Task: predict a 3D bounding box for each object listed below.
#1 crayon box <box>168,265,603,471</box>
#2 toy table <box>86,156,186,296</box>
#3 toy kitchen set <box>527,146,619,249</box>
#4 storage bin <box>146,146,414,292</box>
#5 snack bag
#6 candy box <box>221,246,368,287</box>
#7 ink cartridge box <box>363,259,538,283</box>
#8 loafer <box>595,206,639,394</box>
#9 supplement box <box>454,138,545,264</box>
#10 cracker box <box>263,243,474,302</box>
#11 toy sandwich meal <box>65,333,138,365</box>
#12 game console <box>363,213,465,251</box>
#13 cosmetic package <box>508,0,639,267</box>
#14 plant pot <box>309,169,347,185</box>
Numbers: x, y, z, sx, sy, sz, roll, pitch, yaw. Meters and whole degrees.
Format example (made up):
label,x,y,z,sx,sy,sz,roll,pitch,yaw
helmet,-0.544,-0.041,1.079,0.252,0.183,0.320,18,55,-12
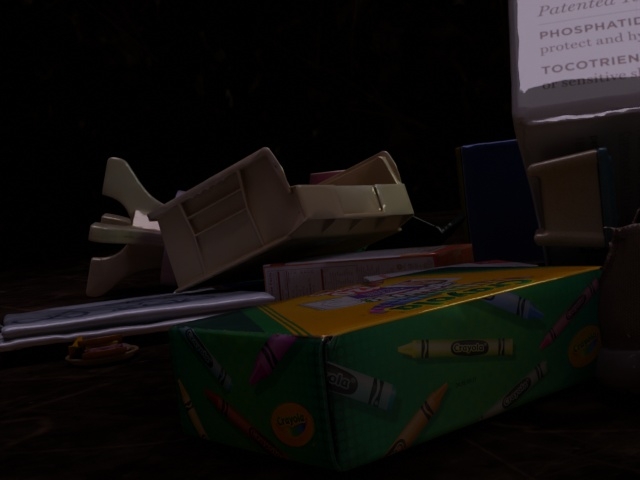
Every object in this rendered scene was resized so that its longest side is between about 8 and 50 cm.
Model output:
label,x,y,z,sx,sy,sz,roll,pitch,yaw
crayon box,0.057,0.076,0.676,0.278,0.081,0.165,-9,4,-40
toy table,-0.324,-0.012,1.732,0.160,0.252,0.274,10,-7,-7
toy kitchen set,0.257,-0.001,0.854,0.122,0.166,0.207,-6,4,15
storage bin,-0.049,-0.032,1.343,0.260,0.123,0.262,-25,-13,37
snack bag,-0.256,0.099,1.242,0.323,0.037,0.342,-7,1,-19
candy box,0.000,0.000,1.657,0.317,0.122,0.268,-7,2,5
ink cartridge box,0.128,0.060,0.945,0.150,0.063,0.109,-8,4,-11
loafer,0.311,0.019,0.735,0.133,0.130,0.366,-4,4,32
supplement box,0.331,-0.070,1.593,0.194,0.195,0.356,-6,4,8
cracker box,0.064,0.048,1.220,0.232,0.067,0.155,-4,3,25
toy sandwich meal,-0.234,0.113,1.022,0.085,0.029,0.085,-6,4,0
game console,0.142,-0.007,1.452,0.107,0.071,0.122,-32,-14,-41
cosmetic package,0.368,-0.186,0.975,0.327,0.394,0.329,-6,-35,16
plant pot,0.050,-0.064,2.106,0.201,0.180,0.201,-6,4,0
